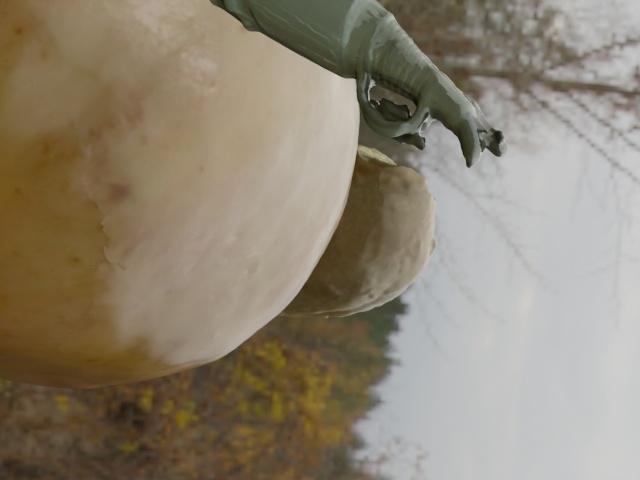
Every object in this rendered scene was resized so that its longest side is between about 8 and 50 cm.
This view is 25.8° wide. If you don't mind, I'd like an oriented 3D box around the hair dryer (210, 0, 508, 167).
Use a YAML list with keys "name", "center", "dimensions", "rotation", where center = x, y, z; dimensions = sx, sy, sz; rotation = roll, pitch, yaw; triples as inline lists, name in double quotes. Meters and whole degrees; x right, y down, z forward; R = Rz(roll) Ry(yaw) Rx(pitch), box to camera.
- name: "hair dryer"
  center: [-0.061, -0.061, 0.403]
  dimensions: [0.206, 0.237, 0.075]
  rotation: [-59, 163, -9]

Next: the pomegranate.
- name: "pomegranate"
  center: [-0.150, -0.107, 0.893]
  dimensions: [0.411, 0.411, 0.412]
  rotation: [-175, -90, -88]

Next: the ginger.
- name: "ginger"
  center: [0.000, 0.000, 1.240]
  dimensions: [0.138, 0.267, 0.152]
  rotation: [-21, 83, -57]
